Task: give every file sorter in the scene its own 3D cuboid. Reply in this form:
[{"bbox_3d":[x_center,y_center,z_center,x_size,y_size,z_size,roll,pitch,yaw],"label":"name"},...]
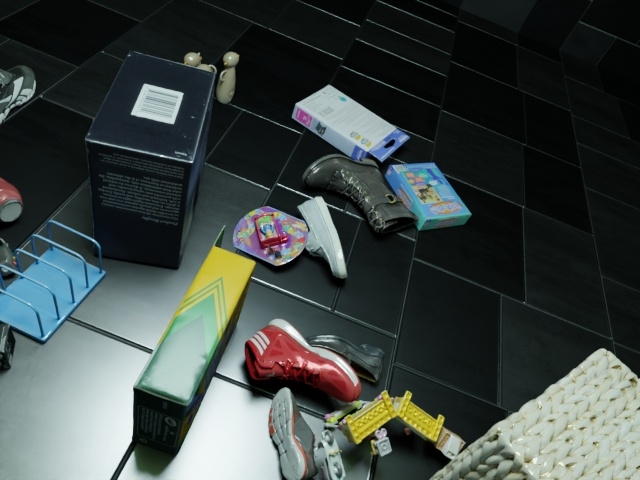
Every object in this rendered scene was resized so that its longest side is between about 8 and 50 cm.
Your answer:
[{"bbox_3d":[-0.483,0.065,0.870,0.118,0.104,0.170,25,46,2],"label":"file sorter"}]

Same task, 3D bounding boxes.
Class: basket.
[{"bbox_3d":[0.369,0.391,0.752,0.328,0.331,0.266,-17,56,-32],"label":"basket"}]

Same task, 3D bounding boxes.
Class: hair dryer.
[{"bbox_3d":[-0.680,-0.055,0.919,0.223,0.080,0.293,-3,51,-22],"label":"hair dryer"}]

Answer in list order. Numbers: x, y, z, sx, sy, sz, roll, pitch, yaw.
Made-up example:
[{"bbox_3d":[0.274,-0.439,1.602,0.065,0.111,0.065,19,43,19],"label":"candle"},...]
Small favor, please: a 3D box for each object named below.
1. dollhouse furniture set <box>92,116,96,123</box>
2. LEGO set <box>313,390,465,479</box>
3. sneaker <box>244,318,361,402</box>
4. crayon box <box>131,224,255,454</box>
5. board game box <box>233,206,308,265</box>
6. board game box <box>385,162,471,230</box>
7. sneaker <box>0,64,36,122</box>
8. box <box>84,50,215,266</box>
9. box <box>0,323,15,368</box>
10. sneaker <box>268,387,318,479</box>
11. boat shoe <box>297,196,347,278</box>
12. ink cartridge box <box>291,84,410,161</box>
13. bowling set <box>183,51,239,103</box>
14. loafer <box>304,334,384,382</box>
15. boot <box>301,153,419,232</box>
[{"bbox_3d":[-0.445,-0.246,1.190,0.151,0.123,0.144,-21,25,-16],"label":"dollhouse furniture set"},{"bbox_3d":[0.113,0.333,0.886,0.287,0.107,0.132,3,74,-28],"label":"LEGO set"},{"bbox_3d":[-0.045,0.237,0.880,0.221,0.087,0.128,28,31,26],"label":"sneaker"},{"bbox_3d":[-0.197,0.157,0.827,0.083,0.203,0.323,21,46,-3],"label":"crayon box"},{"bbox_3d":[-0.111,-0.023,1.102,0.168,0.033,0.133,24,59,17],"label":"board game box"},{"bbox_3d":[0.295,-0.127,1.375,0.160,0.047,0.210,-7,53,-26],"label":"board game box"},{"bbox_3d":[-0.734,-0.359,1.148,0.078,0.106,0.234,17,46,-7],"label":"sneaker"},{"bbox_3d":[-0.328,-0.157,0.993,0.182,0.294,0.296,11,47,-13],"label":"box"},{"bbox_3d":[-0.538,0.169,0.785,0.083,0.062,0.052,2,51,-20],"label":"box"},{"bbox_3d":[-0.042,0.331,0.848,0.065,0.061,0.158,22,40,-40],"label":"sneaker"},{"bbox_3d":[0.000,-0.001,1.143,0.081,0.079,0.227,-19,55,-1],"label":"boat shoe"},{"bbox_3d":[0.091,-0.336,1.474,0.311,0.065,0.186,35,47,14],"label":"ink cartridge box"},{"bbox_3d":[-0.369,-0.428,1.316,0.200,0.154,0.287,30,46,6],"label":"bowling set"},{"bbox_3d":[0.044,0.227,0.959,0.170,0.062,0.061,14,51,-7],"label":"loafer"},{"bbox_3d":[0.105,-0.112,1.260,0.263,0.091,0.229,-8,53,-29],"label":"boot"}]
